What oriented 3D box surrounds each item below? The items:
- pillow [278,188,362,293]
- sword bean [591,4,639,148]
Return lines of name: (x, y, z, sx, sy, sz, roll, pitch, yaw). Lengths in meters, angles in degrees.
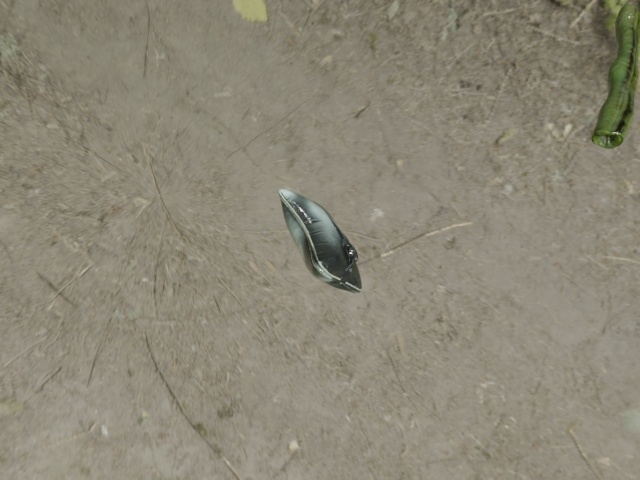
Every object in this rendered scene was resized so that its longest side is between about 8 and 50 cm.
pillow: (-0.002, 0.002, 0.911, 0.091, 0.136, 0.055, -1, 135, -38)
sword bean: (0.374, -0.208, 0.984, 0.043, 0.038, 0.269, 40, 50, -21)
